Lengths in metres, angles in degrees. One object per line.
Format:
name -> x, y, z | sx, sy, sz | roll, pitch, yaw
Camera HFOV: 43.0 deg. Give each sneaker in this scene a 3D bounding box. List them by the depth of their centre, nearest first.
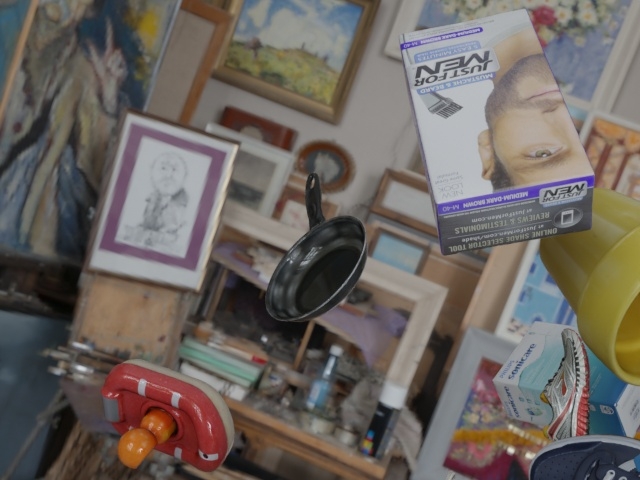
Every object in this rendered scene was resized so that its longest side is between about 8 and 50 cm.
sneaker -> 0.305, 0.257, 0.738 | 0.282, 0.099, 0.153 | 9, 8, 36
sneaker -> 0.466, 0.277, 1.554 | 0.092, 0.225, 0.088 | 0, -21, 22

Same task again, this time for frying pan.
frying pan -> -0.021, 0.021, 1.287 | 0.053, 0.197, 0.326 | 44, 4, -28

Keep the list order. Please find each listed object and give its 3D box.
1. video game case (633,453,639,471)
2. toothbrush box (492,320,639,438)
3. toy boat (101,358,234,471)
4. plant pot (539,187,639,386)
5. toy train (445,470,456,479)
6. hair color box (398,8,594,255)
video game case -> 0.383, 0.176, 0.724 | 0.166, 0.119, 0.015 | 2, 55, -15
toothbrush box -> 0.567, 0.304, 1.787 | 0.295, 0.216, 0.126 | 4, -51, 45
toy boat -> -0.251, 0.290, 1.245 | 0.231, 0.151, 0.151 | 14, 33, 19
plant pot -> 0.461, 0.047, 1.211 | 0.254, 0.254, 0.239 | 17, 22, -33
toy train -> 0.099, 0.330, 0.882 | 0.046, 0.166, 0.125 | 16, 14, 21
hair color box -> 0.217, -0.151, 1.057 | 0.185, 0.339, 0.110 | -11, -40, 6
